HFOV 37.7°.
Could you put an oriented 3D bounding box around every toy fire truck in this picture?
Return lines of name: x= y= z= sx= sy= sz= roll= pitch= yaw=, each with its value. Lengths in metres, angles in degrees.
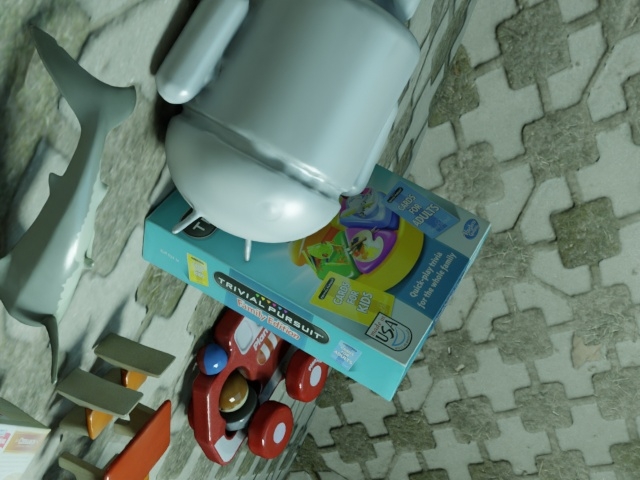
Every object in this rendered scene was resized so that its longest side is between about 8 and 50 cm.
toy fire truck: x=-0.130 y=0.218 z=1.616 sx=0.302 sy=0.169 sz=0.254 roll=-55 pitch=143 yaw=-32

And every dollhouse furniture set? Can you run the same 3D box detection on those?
dollhouse furniture set: x=-0.241 y=0.288 z=1.092 sx=0.259 sy=0.135 sz=0.262 roll=-51 pitch=152 yaw=-55

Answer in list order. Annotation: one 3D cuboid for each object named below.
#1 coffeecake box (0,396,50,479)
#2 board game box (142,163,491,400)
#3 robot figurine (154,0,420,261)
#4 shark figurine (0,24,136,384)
coffeecake box: x=-0.343 y=0.232 z=0.845 sx=0.186 sy=0.068 sz=0.142 roll=-59 pitch=169 yaw=-10
board game box: x=0.000 y=0.000 z=1.120 sx=0.254 sy=0.336 sz=0.079 roll=-52 pitch=166 yaw=-39
robot figurine: x=-0.031 y=-0.147 z=0.973 sx=0.300 sy=0.199 sz=0.354 roll=27 pitch=93 yaw=-41
shark figurine: x=-0.228 y=-0.007 z=0.723 sx=0.166 sy=0.116 sz=0.278 roll=-98 pitch=-151 yaw=-45
